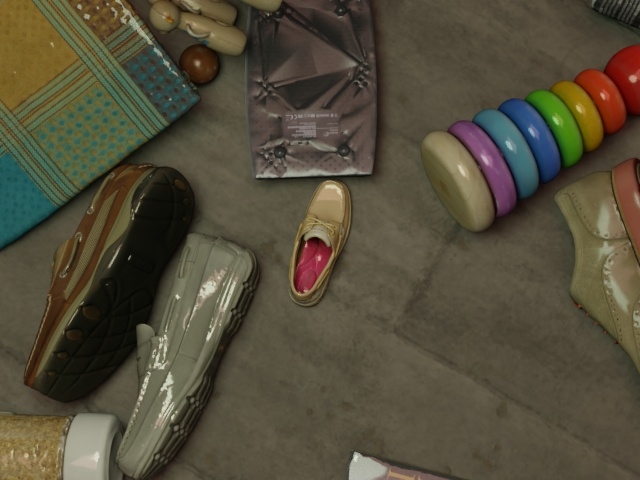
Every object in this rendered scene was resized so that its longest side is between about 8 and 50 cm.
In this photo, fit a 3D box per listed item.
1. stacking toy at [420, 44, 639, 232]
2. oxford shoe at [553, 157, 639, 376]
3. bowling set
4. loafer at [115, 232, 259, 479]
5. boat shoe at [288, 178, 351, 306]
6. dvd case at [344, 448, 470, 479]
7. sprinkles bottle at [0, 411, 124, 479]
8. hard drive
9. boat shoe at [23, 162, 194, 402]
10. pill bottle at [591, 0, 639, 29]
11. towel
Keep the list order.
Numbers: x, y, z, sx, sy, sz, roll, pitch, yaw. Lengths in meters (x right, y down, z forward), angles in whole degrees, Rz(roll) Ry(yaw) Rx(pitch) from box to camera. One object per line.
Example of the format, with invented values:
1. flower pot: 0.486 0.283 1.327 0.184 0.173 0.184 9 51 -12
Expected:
1. stacking toy: 0.295 -0.146 1.568 0.330 0.141 0.141 -30 79 -8
2. oxford shoe: 0.382 0.082 1.537 0.130 0.123 0.348 -17 79 28
3. bowling set: -0.168 -0.299 1.582 0.154 0.287 0.200 19 109 -21
4. loafer: -0.182 0.142 1.558 0.111 0.112 0.320 21 74 13
5. boat shoe: 0.000 0.000 1.588 0.063 0.059 0.170 12 81 6
6. dvd case: 0.124 0.365 1.535 0.221 0.018 0.165 14 81 6
7. sprinkles bottle: -0.426 0.270 1.542 0.355 0.121 0.121 1 80 5
8. hard drive: -0.011 -0.201 1.628 0.171 0.054 0.255 -2 80 4
9. boat shoe: -0.279 0.046 1.584 0.119 0.122 0.324 22 78 38
10. pill bottle: 0.478 -0.306 1.572 0.245 0.130 0.130 24 83 7
11. towel: -0.372 -0.177 1.577 0.370 0.040 0.271 -35 102 11
